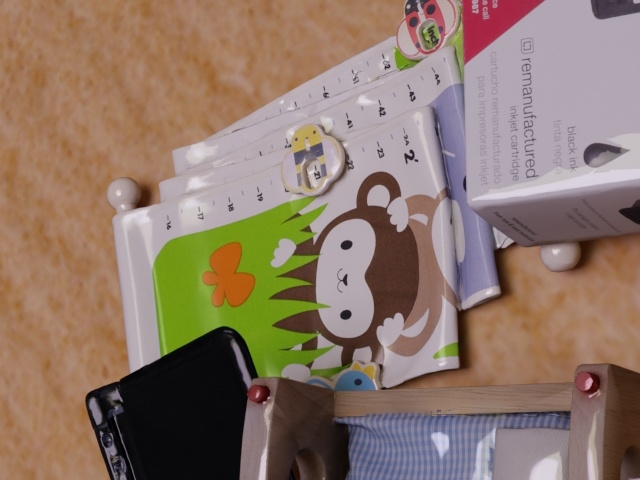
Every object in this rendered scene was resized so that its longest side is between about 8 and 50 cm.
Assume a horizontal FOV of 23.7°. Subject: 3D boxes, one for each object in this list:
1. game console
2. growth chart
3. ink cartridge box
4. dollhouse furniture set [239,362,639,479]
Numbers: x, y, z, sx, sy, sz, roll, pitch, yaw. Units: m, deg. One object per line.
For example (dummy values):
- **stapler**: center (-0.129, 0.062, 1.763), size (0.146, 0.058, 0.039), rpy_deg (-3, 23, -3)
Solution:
- **game console**: center (-0.037, 0.106, 0.589), size (0.071, 0.107, 0.122), rpy_deg (-20, 78, 1)
- **growth chart**: center (0.000, 0.000, 0.637), size (0.237, 0.021, 0.172), rpy_deg (-30, 63, 27)
- **ink cartridge box**: center (0.129, -0.064, 0.521), size (0.150, 0.063, 0.109), rpy_deg (-8, 72, 26)
- **dollhouse furniture set**: center (0.058, 0.140, 0.489), size (0.129, 0.129, 0.183), rpy_deg (-7, 74, 34)
